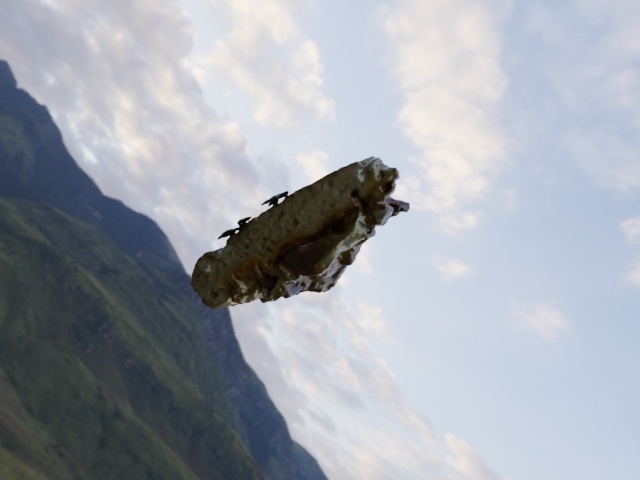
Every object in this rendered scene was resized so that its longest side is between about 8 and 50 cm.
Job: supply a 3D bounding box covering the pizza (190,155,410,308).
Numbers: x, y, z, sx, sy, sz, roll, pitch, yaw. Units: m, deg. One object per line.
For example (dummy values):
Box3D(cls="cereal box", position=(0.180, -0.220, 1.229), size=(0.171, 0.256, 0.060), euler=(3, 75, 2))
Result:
Box3D(cls="pizza", position=(0.000, 0.001, 0.440), size=(0.194, 0.154, 0.069), euler=(-36, -109, 45))
